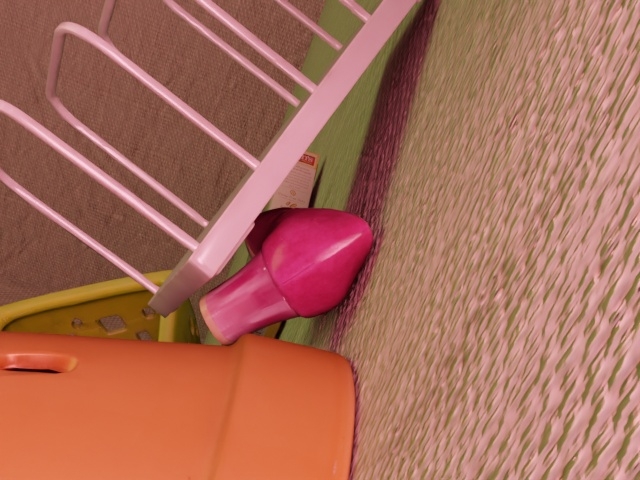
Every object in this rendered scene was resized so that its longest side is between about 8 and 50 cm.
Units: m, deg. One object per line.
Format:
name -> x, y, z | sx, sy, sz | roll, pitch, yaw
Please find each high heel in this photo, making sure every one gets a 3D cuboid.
high heel -> 0.000, 0.000, 0.707 | 0.117, 0.082, 0.244 | -30, 0, 15

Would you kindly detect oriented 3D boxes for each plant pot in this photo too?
plant pot -> -0.227, 0.194, 1.090 | 0.207, 0.227, 0.228 | 67, -164, -44
plant pot -> -0.123, 0.173, 0.549 | 0.291, 0.203, 0.291 | -163, 90, -84

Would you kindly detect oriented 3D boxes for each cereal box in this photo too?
cereal box -> -0.060, 0.036, 1.111 | 0.173, 0.047, 0.240 | 114, 172, -48

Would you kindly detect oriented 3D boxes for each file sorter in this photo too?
file sorter -> -0.079, -0.117, 0.711 | 0.278, 0.173, 0.193 | -54, 7, -19
